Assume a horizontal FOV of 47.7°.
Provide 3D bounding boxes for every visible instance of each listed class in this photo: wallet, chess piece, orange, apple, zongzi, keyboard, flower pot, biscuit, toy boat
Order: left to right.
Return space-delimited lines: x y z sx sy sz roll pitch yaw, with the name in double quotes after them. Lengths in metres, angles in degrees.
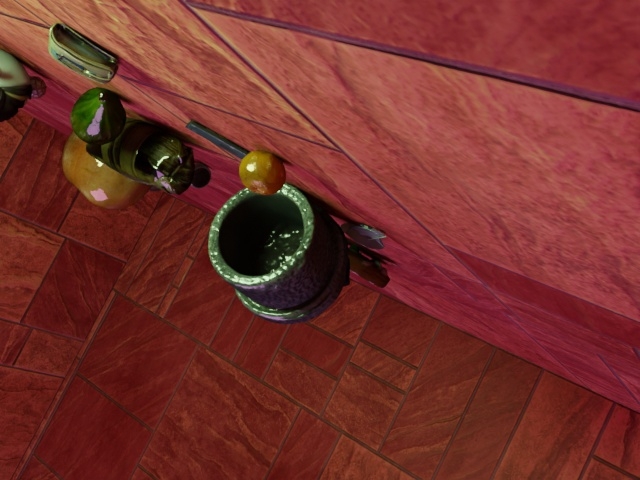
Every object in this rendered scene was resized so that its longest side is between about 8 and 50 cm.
-0.371 -0.283 1.125 0.110 0.039 0.155 30 175 -21 "wallet"
-0.556 -0.201 1.906 0.253 0.253 0.253 27 175 2 "apple"
-0.355 -0.169 1.684 0.286 0.134 0.288 27 175 31 "zongzi"
-0.342 -0.184 1.937 0.067 0.067 0.103 31 -178 -41 "chess piece"
-0.167 -0.174 1.346 0.176 0.014 0.055 28 174 -17 "keyboard"
-0.099 -0.117 1.246 0.083 0.070 0.083 18 165 5 "orange"
-0.095 0.032 1.580 0.299 0.299 0.283 24 169 29 "flower pot"
0.001 -0.001 1.988 0.432 0.064 0.283 29 -176 -6 "biscuit"
0.090 -0.012 1.550 0.105 0.034 0.149 24 176 9 "toy boat"

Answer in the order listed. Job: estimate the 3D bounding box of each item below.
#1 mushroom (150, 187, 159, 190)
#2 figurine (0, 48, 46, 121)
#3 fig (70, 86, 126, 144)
-0.565 -0.225 2.492 0.141 0.117 0.188 38 -179 6 "mushroom"
-0.799 -0.386 1.709 0.281 0.167 0.370 -10 -152 -31 "figurine"
-0.433 -0.253 1.440 0.117 0.117 0.177 29 160 -25 "fig"
